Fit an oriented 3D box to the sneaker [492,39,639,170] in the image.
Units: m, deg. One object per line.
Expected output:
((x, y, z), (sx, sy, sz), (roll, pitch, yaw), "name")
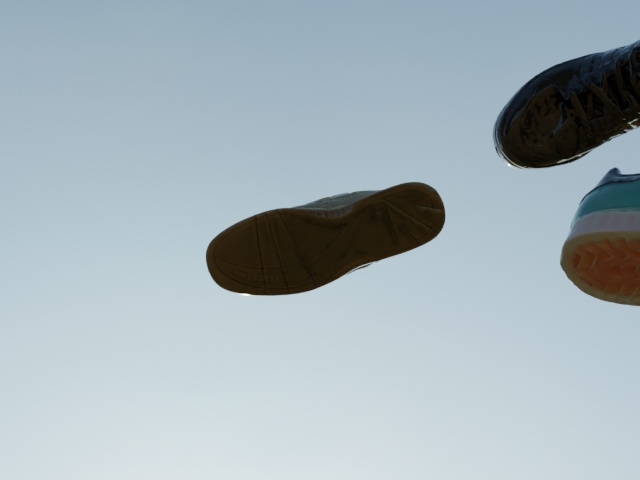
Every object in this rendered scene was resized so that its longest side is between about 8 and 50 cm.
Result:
((0.173, -0.087, 0.618), (0.170, 0.051, 0.089), (-24, -1, -8), "sneaker")

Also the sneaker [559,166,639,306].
((0.338, -0.016, 0.908), (0.302, 0.121, 0.108), (4, -44, 26), "sneaker")

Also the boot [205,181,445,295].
((0.000, 0.000, 1.123), (0.213, 0.077, 0.165), (-16, 1, -5), "boot")
